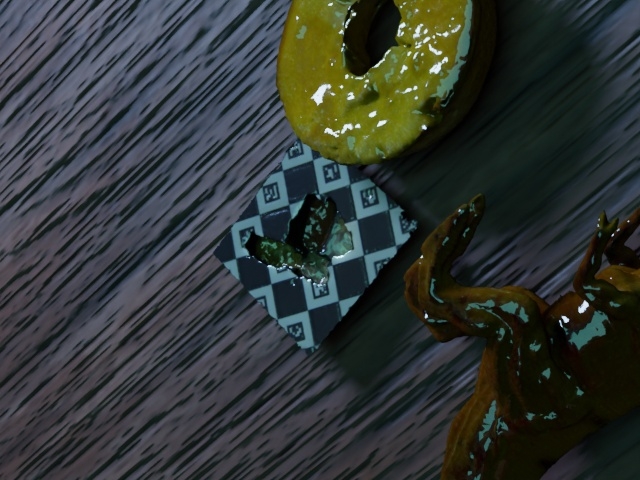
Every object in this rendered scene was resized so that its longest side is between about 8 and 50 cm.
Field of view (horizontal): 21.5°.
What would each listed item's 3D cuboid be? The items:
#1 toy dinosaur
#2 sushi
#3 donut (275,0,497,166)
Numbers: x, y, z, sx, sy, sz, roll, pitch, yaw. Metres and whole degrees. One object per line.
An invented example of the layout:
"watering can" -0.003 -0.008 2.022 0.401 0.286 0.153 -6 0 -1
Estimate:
"toy dinosaur" 0.124 0.083 1.090 0.208 0.097 0.432 44 114 15
"sushi" 0.000 0.000 1.207 0.120 0.026 0.126 46 107 27
"donut" 0.049 -0.137 1.160 0.162 0.065 0.178 33 106 33
